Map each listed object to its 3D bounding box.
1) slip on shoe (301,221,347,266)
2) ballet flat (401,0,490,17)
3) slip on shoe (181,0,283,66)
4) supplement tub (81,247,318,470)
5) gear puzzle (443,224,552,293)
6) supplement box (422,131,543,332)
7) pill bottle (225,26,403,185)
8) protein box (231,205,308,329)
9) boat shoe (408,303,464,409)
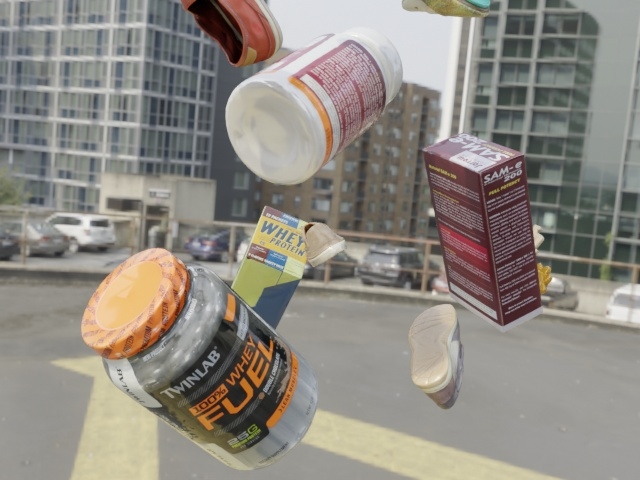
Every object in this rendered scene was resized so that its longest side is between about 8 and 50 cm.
[{"bbox_3d":[0.000,0.000,0.929,0.051,0.041,0.135,-30,8,0],"label":"slip on shoe"},{"bbox_3d":[0.164,-0.516,1.435,0.348,0.123,0.123,35,4,-4],"label":"ballet flat"},{"bbox_3d":[-0.198,-0.435,1.246,0.101,0.331,0.123,-45,12,-34],"label":"slip on shoe"},{"bbox_3d":[-0.169,0.175,1.081,0.207,0.207,0.338,12,-29,48],"label":"supplement tub"},{"bbox_3d":[0.363,0.042,1.437,0.044,0.175,0.339,38,4,-18],"label":"gear puzzle"},{"bbox_3d":[0.218,-0.012,0.990,0.073,0.239,0.130,-24,29,-17],"label":"supplement box"},{"bbox_3d":[0.003,-0.294,1.535,0.224,0.224,0.392,9,35,32],"label":"pill bottle"},{"bbox_3d":[-0.121,0.069,1.752,0.136,0.200,0.201,23,37,-6],"label":"protein box"},{"bbox_3d":[0.238,0.229,1.490,0.103,0.092,0.285,-20,21,17],"label":"boat shoe"}]
